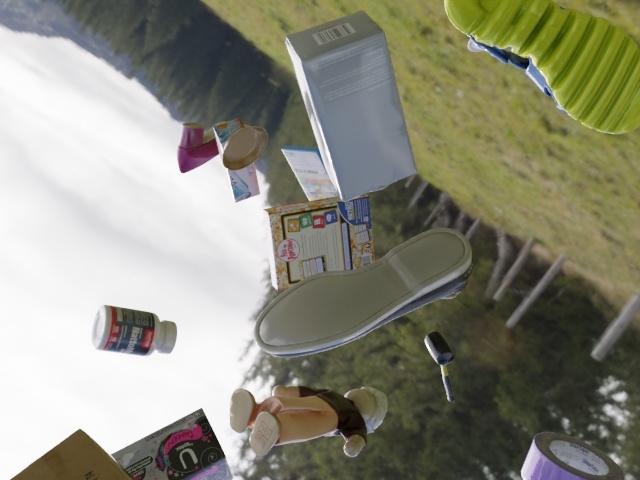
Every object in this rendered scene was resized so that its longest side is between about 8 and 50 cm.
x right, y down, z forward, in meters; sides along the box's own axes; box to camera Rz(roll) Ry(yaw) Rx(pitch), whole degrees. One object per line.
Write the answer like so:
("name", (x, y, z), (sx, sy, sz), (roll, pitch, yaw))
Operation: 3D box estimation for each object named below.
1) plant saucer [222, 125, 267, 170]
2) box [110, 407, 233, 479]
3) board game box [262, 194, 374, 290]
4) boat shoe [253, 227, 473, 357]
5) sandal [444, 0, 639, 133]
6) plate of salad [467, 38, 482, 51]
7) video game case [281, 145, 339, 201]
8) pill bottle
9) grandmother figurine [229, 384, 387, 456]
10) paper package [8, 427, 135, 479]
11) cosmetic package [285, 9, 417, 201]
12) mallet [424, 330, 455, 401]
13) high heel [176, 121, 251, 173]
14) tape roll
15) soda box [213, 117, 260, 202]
("plant saucer", (-0.118, -0.143, 1.224), (0.015, 0.083, 0.083), (47, -170, 26))
("box", (-0.342, 0.522, 1.840), (0.142, 0.247, 0.163), (55, 162, 29))
("board game box", (0.000, 0.000, 1.475), (0.193, 0.147, 0.045), (-10, -164, -17))
("boat shoe", (0.043, 0.060, 0.719), (0.065, 0.206, 0.075), (71, 173, -51))
("sandal", (0.305, -0.259, 1.075), (0.317, 0.126, 0.138), (39, -168, -3))
("plate of salad", (0.418, -0.482, 1.796), (0.048, 0.199, 0.200), (69, -166, 11))
("video game case", (-0.010, -0.138, 1.793), (0.119, 0.015, 0.166), (11, 139, 46))
("pill bottle", (-0.434, 0.216, 1.891), (0.180, 0.108, 0.108), (13, -163, -30))
("grandmother figurine", (0.005, 0.313, 1.449), (0.342, 0.104, 0.208), (5, -147, -50))
("paper package", (-0.469, 0.567, 1.522), (0.324, 0.309, 0.168), (24, 138, 41))
("cosmetic package", (0.048, -0.189, 1.162), (0.107, 0.127, 0.238), (-117, 8, -52))
("mallet", (0.237, 0.246, 1.565), (0.190, 0.039, 0.062), (72, 173, -50))
("high heel", (-0.241, -0.223, 1.955), (0.082, 0.117, 0.244), (23, -158, 36))
("tape roll", (0.510, 0.472, 1.636), (0.188, 0.080, 0.189), (17, -167, -4))
("soda box", (-0.174, -0.166, 1.689), (0.183, 0.062, 0.058), (82, 165, -50))
